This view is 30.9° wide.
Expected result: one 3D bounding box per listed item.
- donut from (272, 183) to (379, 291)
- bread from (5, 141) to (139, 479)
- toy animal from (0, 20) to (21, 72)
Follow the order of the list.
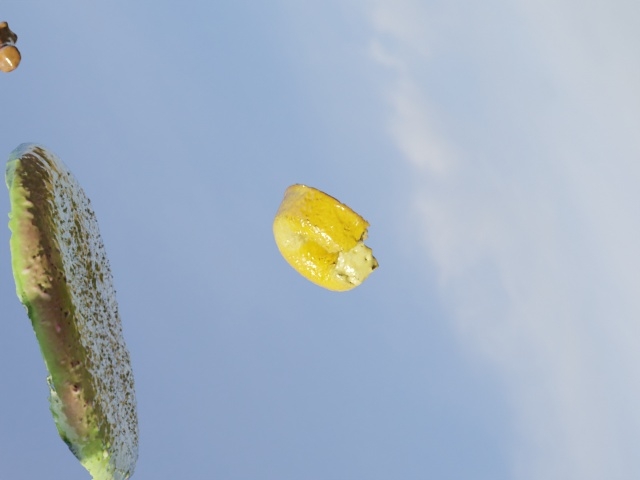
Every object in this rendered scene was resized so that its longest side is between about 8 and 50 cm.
[{"bbox_3d":[0.000,0.000,0.982,0.043,0.097,0.108,-52,-35,-24],"label":"donut"},{"bbox_3d":[-0.196,0.066,0.954,0.301,0.045,0.301,166,90,-89],"label":"bread"},{"bbox_3d":[-0.283,-0.024,0.689,0.066,0.224,0.230,46,-134,-36],"label":"toy animal"}]
